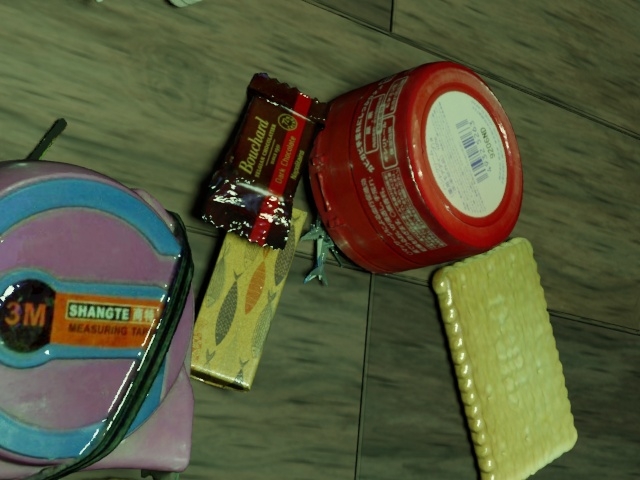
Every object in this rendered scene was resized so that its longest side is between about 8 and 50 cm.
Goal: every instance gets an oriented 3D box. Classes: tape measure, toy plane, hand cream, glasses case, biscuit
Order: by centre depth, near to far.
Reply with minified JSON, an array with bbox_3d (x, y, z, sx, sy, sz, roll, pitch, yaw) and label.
[{"bbox_3d":[-0.204,0.066,0.819,0.232,0.149,0.245,7,88,-39],"label":"tape measure"},{"bbox_3d":[-0.068,0.044,1.011,0.065,0.041,0.170,20,69,-6],"label":"glasses case"},{"bbox_3d":[0.002,0.001,1.093,0.078,0.024,0.084,34,63,-53],"label":"toy plane"},{"bbox_3d":[0.094,-0.068,1.102,0.193,0.125,0.193,13,72,-44],"label":"hand cream"},{"bbox_3d":[0.199,0.132,1.242,0.160,0.030,0.249,-20,98,-40],"label":"biscuit"}]

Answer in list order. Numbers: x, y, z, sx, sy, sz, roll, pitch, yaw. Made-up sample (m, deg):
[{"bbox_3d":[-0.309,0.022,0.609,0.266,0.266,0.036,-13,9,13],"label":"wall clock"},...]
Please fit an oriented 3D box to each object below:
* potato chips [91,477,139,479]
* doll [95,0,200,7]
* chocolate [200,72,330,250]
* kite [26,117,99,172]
[{"bbox_3d":[-0.163,0.276,0.897,0.208,0.062,0.195,47,60,-29],"label":"potato chips"},{"bbox_3d":[-0.152,-0.266,0.969,0.161,0.059,0.160,-48,115,-34],"label":"doll"},{"bbox_3d":[-0.047,-0.074,1.031,0.086,0.028,0.182,21,52,-9],"label":"chocolate"},{"bbox_3d":[-0.243,0.037,0.883,0.152,0.015,0.285,46,58,-28],"label":"kite"}]
